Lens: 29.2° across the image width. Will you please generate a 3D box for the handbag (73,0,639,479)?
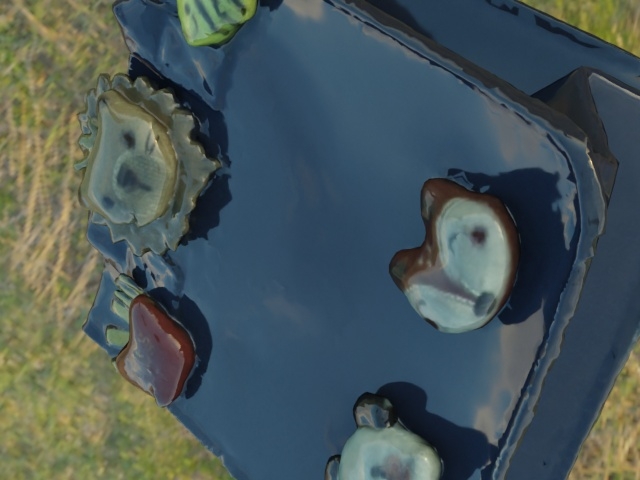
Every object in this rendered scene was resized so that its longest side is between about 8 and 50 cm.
[{"bbox_3d":[0.000,0.000,0.655,0.329,0.122,0.303,34,125,26],"label":"handbag"}]
